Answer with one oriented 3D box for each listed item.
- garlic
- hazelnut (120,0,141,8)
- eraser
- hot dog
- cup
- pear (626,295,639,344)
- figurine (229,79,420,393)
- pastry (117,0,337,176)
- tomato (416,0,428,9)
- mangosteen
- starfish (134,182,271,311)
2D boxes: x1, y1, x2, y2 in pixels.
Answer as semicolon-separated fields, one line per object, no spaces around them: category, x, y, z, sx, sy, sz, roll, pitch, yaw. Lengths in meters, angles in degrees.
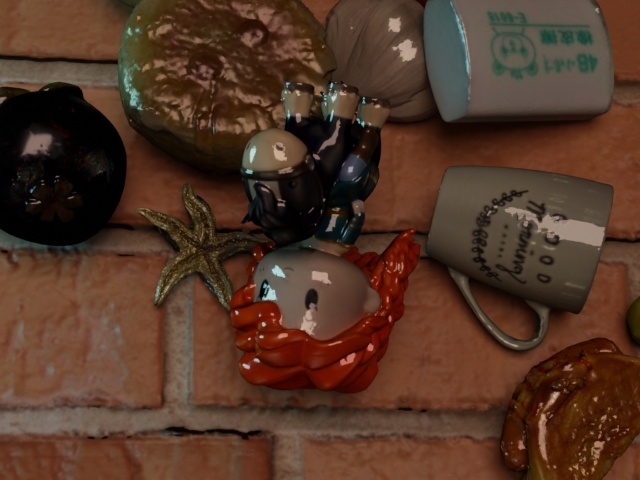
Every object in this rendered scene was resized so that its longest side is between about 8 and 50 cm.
garlic;0.107;-0.285;1.699;0.229;0.143;0.178;41;70;1
hazelnut;-0.258;-0.449;1.714;0.214;0.176;0.214;25;51;-34
eraser;0.297;-0.271;1.671;0.290;0.104;0.189;-5;88;-32
hot dog;0.337;0.235;1.525;0.153;0.150;0.257;44;73;2
cup;0.267;0.022;1.596;0.234;0.186;0.258;13;97;9
pear;0.487;0.107;1.614;0.092;0.092;0.097;20;71;3
figurine;-0.002;-0.007;1.480;0.241;0.412;0.306;6;28;15
pastry;-0.131;-0.244;1.620;0.329;0.136;0.330;3;70;-8
tomato;0.176;-0.471;1.708;0.259;0.260;0.180;-4;30;-6
mangosteen;-0.385;-0.113;1.564;0.243;0.243;0.243;2;70;-4
starfish;-0.180;0.023;1.604;0.208;0.053;0.176;41;72;13
